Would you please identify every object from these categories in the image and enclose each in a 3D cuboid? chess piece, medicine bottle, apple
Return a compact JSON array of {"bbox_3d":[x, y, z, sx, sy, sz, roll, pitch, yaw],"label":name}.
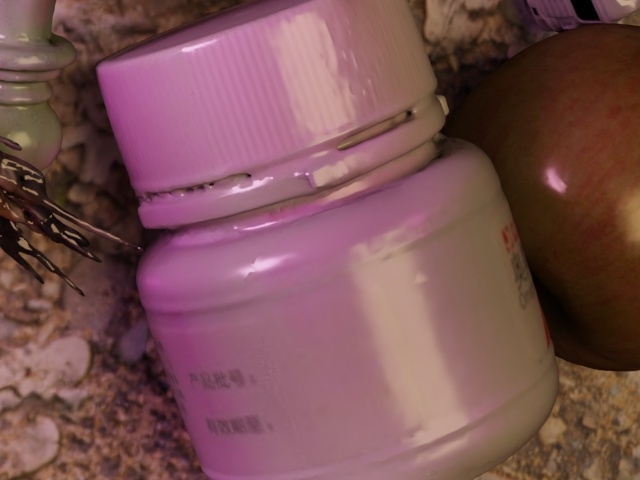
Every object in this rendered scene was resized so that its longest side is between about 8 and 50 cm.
[{"bbox_3d":[-0.190,-0.137,1.154,0.139,0.139,0.272,-6,112,-35],"label":"chess piece"},{"bbox_3d":[0.000,0.000,1.222,0.256,0.256,0.325,-25,101,-30],"label":"medicine bottle"},{"bbox_3d":[0.217,-0.036,1.370,0.234,0.257,0.257,-41,119,-21],"label":"apple"}]

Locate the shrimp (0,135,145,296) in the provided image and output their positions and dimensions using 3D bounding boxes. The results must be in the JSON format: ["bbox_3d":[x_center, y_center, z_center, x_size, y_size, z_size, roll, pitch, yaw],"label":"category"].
[{"bbox_3d":[-0.263,-0.051,1.080,0.343,0.145,0.116,31,106,-24],"label":"shrimp"}]

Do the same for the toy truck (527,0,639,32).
[{"bbox_3d":[0.271,-0.262,1.457,0.253,0.124,0.114,-38,115,-27],"label":"toy truck"}]
